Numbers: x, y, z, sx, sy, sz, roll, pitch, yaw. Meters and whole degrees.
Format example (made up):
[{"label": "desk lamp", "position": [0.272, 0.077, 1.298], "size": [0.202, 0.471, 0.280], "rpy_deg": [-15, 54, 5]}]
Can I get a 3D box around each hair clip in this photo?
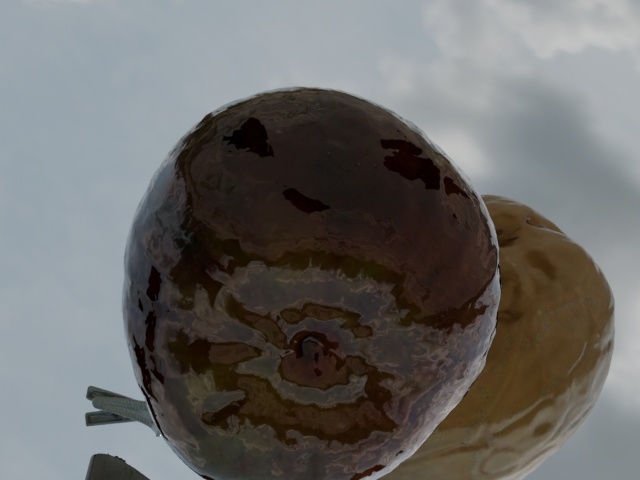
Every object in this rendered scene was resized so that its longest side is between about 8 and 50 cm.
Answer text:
[{"label": "hair clip", "position": [-0.131, 0.120, 0.897], "size": [0.115, 0.030, 0.039], "rpy_deg": [-1, 169, 42]}]

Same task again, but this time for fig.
[{"label": "fig", "position": [-0.009, 0.000, 0.522], "size": [0.148, 0.149, 0.202], "rpy_deg": [-1, -125, -17]}]

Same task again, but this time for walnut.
[{"label": "walnut", "position": [0.074, 0.065, 0.787], "size": [0.222, 0.195, 0.195], "rpy_deg": [-27, -127, -34]}]

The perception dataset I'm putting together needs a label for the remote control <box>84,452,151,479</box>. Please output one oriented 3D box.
[{"label": "remote control", "position": [-0.217, 0.385, 1.169], "size": [0.107, 0.044, 0.377], "rpy_deg": [51, -143, -43]}]
